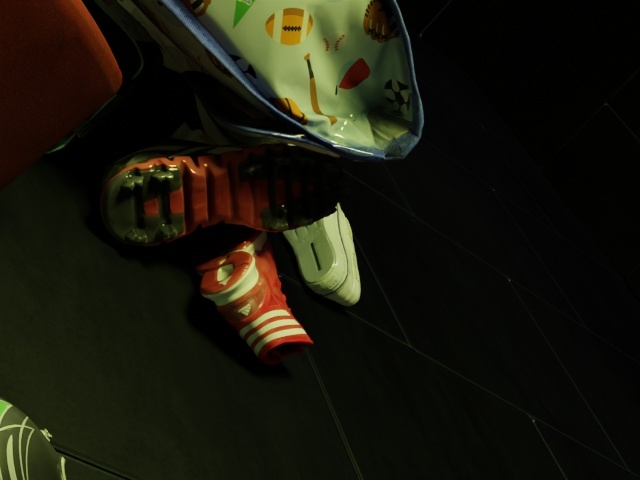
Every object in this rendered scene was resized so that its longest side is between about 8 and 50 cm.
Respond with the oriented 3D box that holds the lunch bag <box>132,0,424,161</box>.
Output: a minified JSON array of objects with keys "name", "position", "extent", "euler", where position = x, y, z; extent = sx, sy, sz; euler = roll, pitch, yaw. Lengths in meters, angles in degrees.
[{"name":"lunch bag","position":[-0.066,-0.256,1.453],"extent":[0.385,0.239,0.328],"euler":[47,0,-24]}]

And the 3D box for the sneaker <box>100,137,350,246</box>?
[{"name":"sneaker","position":[-0.109,-0.062,1.429],"extent":[0.276,0.097,0.135],"euler":[-7,21,-22]}]

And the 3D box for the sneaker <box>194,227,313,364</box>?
[{"name":"sneaker","position":[-0.070,0.065,1.437],"extent":[0.128,0.087,0.221],"euler":[59,12,-13]}]

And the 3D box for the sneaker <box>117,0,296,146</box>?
[{"name":"sneaker","position":[-0.156,-0.323,1.785],"extent":[0.447,0.169,0.257],"euler":[53,-20,26]}]

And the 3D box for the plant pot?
[{"name":"plant pot","position":[-0.327,-0.184,1.143],"extent":[0.267,0.267,0.236],"euler":[55,8,35]}]

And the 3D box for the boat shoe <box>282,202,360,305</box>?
[{"name":"boat shoe","position":[0.000,0.000,1.730],"extent":[0.076,0.083,0.226],"euler":[45,24,-37]}]

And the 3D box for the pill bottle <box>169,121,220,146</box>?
[{"name":"pill bottle","position":[-0.149,-0.110,1.687],"extent":[0.083,0.043,0.043],"euler":[42,17,-6]}]

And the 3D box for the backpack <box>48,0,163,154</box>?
[{"name":"backpack","position":[-0.277,-0.207,1.424],"extent":[0.188,0.166,0.144],"euler":[46,15,-4]}]

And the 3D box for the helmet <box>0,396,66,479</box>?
[{"name":"helmet","position":[-0.214,0.154,0.714],"extent":[0.169,0.169,0.161],"euler":[20,45,-52]}]
